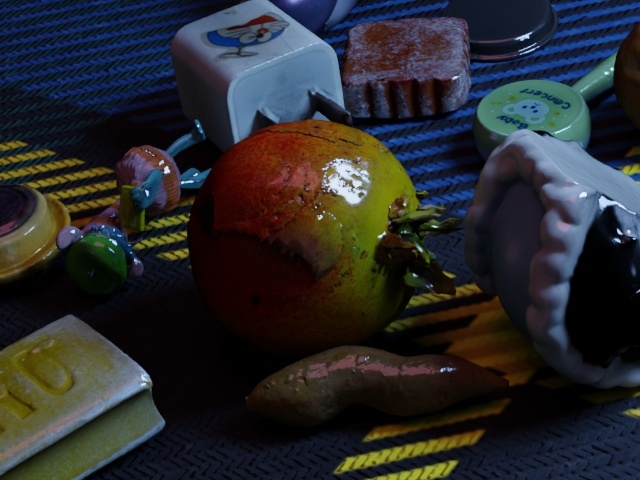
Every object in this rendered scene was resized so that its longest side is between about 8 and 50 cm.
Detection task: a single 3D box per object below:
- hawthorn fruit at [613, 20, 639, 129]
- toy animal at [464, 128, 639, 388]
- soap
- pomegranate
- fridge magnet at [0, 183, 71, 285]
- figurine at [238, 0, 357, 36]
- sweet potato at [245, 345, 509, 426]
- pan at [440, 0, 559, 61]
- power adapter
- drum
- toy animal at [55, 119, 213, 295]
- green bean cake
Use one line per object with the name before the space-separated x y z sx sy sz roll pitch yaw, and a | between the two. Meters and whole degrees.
hawthorn fruit | 0.374 -0.155 1.719 0.189 0.149 0.149 7 16 -47
toy animal | 0.216 0.017 1.471 0.208 0.156 0.204 23 16 -35
soap | -0.262 0.162 1.456 0.232 0.073 0.140 -30 36 -25
pomegranate | 0.000 0.000 1.515 0.235 0.210 0.210 7 38 26
fridge magnet | -0.312 -0.006 1.709 0.143 0.063 0.143 -9 37 6
figurine | 0.002 -0.306 2.000 0.222 0.145 0.145 -47 46 -11
sweet potato | 0.046 0.117 1.461 0.218 0.051 0.065 -6 77 5
pan | 0.206 -0.273 1.991 0.136 0.028 0.235 2 37 15
power adapter | -0.046 -0.144 1.786 0.130 0.125 0.205 -24 37 -21
drum | 0.243 -0.149 1.793 0.130 0.049 0.253 14 41 29
toy animal | -0.166 -0.038 1.690 0.100 0.103 0.208 47 47 -1
green bean cake | 0.092 -0.181 1.866 0.136 0.056 0.135 -2 35 9
